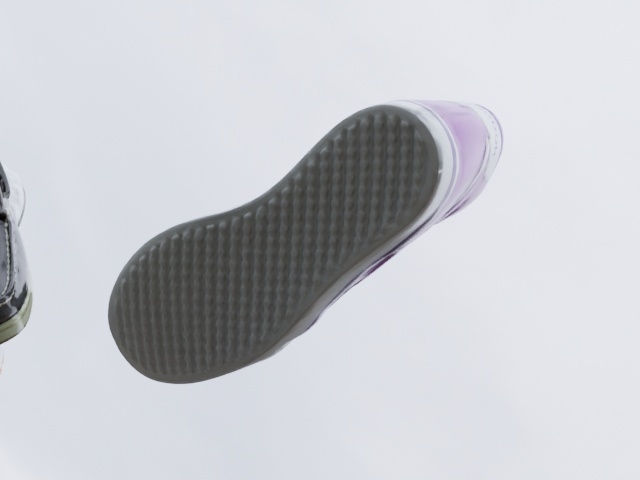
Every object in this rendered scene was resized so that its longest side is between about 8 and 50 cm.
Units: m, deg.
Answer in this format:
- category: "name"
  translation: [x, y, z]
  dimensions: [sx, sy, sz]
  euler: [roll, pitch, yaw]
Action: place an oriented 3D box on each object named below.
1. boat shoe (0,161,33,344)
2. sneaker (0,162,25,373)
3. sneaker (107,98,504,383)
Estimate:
- category: "boat shoe"
  translation: [-0.222, -0.024, 1.062]
  dimensions: [0.223, 0.080, 0.073]
  euler: [-116, -164, -49]
- category: "sneaker"
  translation: [-0.299, 0.020, 1.356]
  dimensions: [0.099, 0.262, 0.121]
  euler: [-14, -40, 17]
- category: "sneaker"
  translation: [0.001, 0.001, 1.171]
  dimensions: [0.282, 0.161, 0.102]
  euler: [-30, -94, 28]
